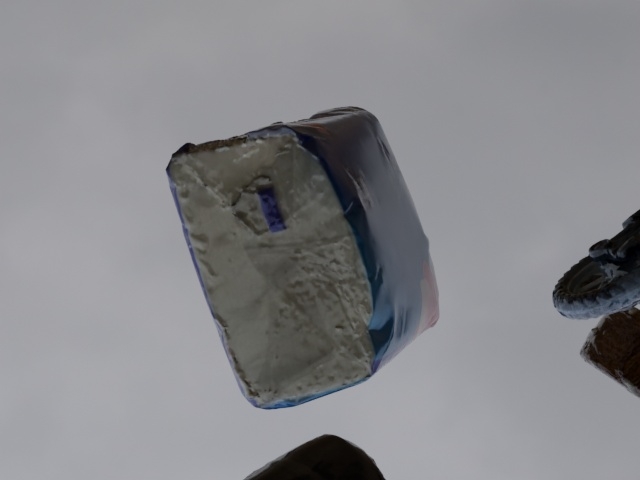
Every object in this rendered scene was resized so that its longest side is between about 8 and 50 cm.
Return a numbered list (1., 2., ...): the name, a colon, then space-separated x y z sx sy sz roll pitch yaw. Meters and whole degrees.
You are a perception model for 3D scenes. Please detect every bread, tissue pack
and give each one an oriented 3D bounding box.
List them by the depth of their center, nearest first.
1. tissue pack: 0.000 0.000 1.422 0.137 0.209 0.269 -20 -179 16
2. bread: 0.331 0.128 1.773 0.160 0.073 0.160 33 178 1

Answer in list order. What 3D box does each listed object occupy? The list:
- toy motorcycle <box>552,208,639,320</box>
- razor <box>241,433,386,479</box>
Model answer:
1. toy motorcycle: 0.228 -0.022 0.854 0.254 0.092 0.135 -19 -164 41
2. razor: -0.050 0.316 1.585 0.349 0.113 0.204 -29 -101 -37
